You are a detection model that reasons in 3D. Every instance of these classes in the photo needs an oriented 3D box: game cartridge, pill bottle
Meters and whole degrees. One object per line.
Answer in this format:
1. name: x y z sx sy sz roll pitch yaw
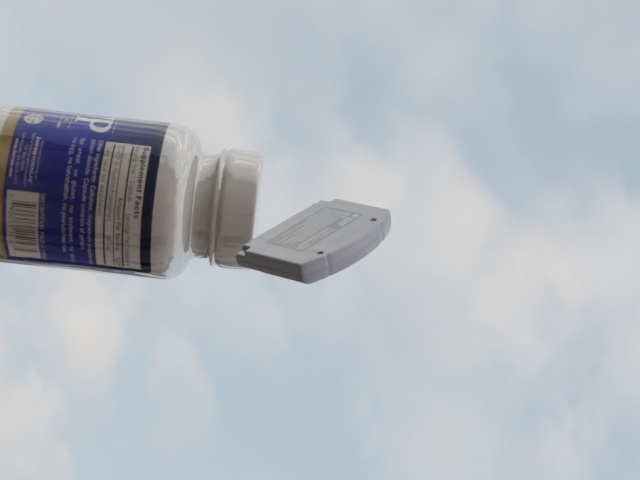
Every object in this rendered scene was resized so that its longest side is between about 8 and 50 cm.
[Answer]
1. game cartridge: 0.000 0.000 0.711 0.056 0.083 0.017 10 -62 39
2. pill bottle: -0.136 -0.030 0.888 0.186 0.112 0.112 6 -56 -2
